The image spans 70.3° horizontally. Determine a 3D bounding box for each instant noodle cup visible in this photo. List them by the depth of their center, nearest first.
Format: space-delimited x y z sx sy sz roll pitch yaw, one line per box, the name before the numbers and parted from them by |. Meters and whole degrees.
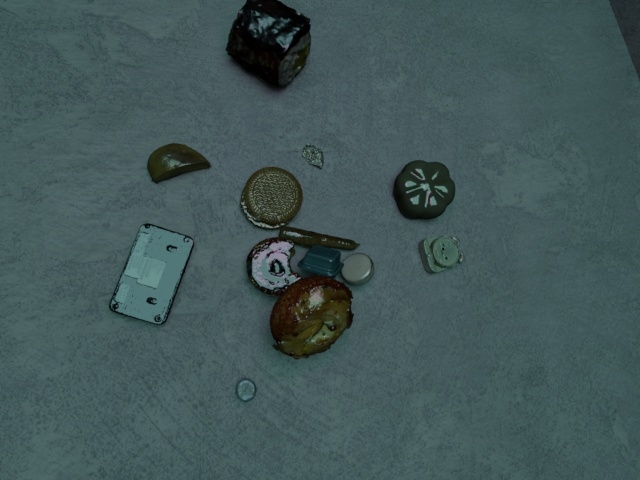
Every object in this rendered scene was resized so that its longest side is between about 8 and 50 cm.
instant noodle cup | 0.007 0.074 1.768 0.157 0.179 0.070 17 108 11

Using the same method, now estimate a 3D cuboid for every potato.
potato | -0.567 -0.328 1.796 0.243 0.098 0.138 -20 81 -16

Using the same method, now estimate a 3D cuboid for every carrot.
carrot | 0.000 0.000 1.856 0.342 0.070 0.070 10 76 -11

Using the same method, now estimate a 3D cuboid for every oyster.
oyster | -0.030 -0.364 1.940 0.100 0.037 0.098 14 75 -8

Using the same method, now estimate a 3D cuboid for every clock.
clock | 0.527 0.051 1.952 0.190 0.062 0.152 -13 81 -14

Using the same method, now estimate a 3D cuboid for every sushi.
sushi | -0.203 -0.826 1.872 0.294 0.299 0.281 37 58 0

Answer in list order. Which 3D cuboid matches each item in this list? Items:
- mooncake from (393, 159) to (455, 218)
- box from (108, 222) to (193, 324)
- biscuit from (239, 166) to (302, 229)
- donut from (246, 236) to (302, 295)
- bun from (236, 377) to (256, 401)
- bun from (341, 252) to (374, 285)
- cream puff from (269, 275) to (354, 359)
mooncake | 0.447 -0.222 1.959 0.274 0.135 0.275 1 79 -7
box | -0.627 0.125 1.707 0.211 0.058 0.350 17 75 -7
biscuit | -0.199 -0.171 1.844 0.258 0.079 0.259 3 78 -12
donut | -0.181 0.108 1.780 0.216 0.096 0.230 -22 83 -12
bun | -0.276 0.555 1.691 0.083 0.045 0.083 3 75 -10
bun | 0.157 0.126 1.848 0.138 0.094 0.138 -10 56 15
cream puff | -0.036 0.265 1.681 0.350 0.351 0.229 -21 44 -15
